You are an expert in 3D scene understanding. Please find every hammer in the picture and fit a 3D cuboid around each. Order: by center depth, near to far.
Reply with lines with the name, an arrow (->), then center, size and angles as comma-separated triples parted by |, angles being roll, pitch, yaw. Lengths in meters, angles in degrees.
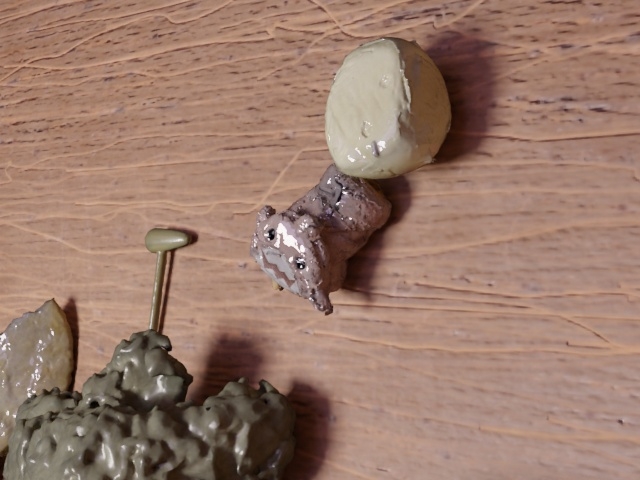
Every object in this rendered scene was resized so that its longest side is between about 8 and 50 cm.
hammer -> -0.176, 0.084, 1.303 | 0.060, 0.028, 0.195 | 4, 87, 39

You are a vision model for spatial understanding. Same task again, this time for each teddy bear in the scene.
teddy bear -> -0.214, 0.255, 1.202 | 0.367, 0.224, 0.357 | 28, 102, 61

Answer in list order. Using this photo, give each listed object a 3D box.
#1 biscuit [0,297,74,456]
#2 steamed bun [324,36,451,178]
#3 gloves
biscuit -> -0.390, 0.191, 1.411 | 0.250, 0.032, 0.133 | -37, 84, -7
steamed bun -> 0.062, -0.113, 1.053 | 0.112, 0.091, 0.130 | -18, 64, 37
gloves -> -0.002, -0.008, 1.098 | 0.110, 0.094, 0.144 | 31, 95, 34
